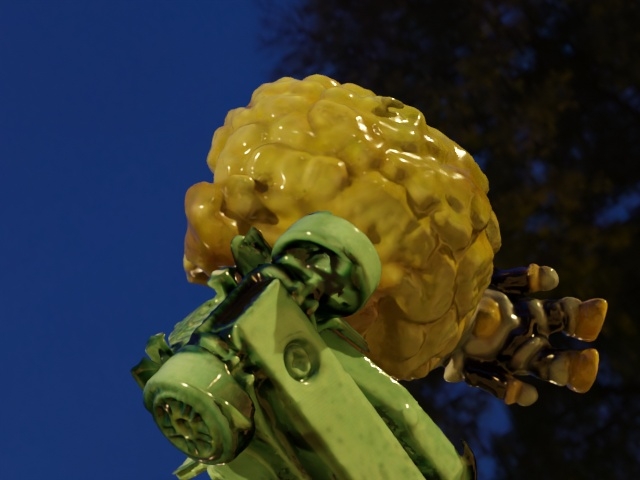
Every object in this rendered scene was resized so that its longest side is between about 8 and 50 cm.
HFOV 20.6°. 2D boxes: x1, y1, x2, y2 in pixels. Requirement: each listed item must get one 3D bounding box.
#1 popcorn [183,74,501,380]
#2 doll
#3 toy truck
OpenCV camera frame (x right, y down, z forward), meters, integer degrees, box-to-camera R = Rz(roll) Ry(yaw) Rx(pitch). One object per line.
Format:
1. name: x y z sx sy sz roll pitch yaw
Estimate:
1. popcorn: 0.000 0.000 1.293 0.251 0.206 0.237 -12 -58 -40
2. doll: 0.081 0.070 1.509 0.316 0.146 0.103 9 -1 9
3. toy truck: 0.005 0.076 0.506 0.078 0.154 0.080 -21 21 47
